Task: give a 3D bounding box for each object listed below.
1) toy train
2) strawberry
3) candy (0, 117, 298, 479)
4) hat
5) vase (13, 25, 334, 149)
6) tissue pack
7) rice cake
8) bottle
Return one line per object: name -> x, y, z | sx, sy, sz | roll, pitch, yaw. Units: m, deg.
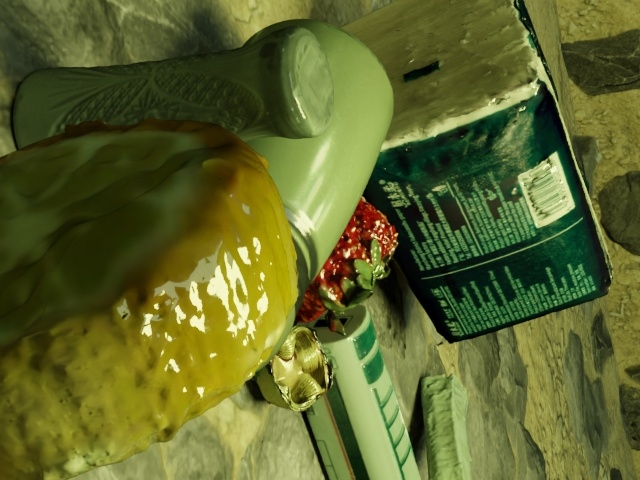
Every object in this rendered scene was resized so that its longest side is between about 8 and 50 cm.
toy train -> 0.066, 0.264, 1.107 | 0.086, 0.088, 0.407 | -57, 134, -57
strawberry -> 0.002, 0.002, 0.995 | 0.085, 0.140, 0.192 | 45, 47, -40
candy -> -0.141, 0.021, 0.538 | 0.260, 0.260, 0.118 | -58, 140, -54
hat -> -0.035, 0.125, 0.969 | 0.076, 0.059, 0.077 | -35, 111, -45
vase -> -0.101, -0.094, 0.696 | 0.096, 0.219, 0.096 | 26, 61, -60
tissue pack -> 0.183, -0.087, 1.212 | 0.416, 0.264, 0.253 | 54, 20, -45
rice cake -> 0.165, 0.298, 1.256 | 0.336, 0.063, 0.066 | -83, 155, -57
bottle -> -0.052, -0.036, 0.862 | 0.168, 0.169, 0.347 | 62, 36, -37
